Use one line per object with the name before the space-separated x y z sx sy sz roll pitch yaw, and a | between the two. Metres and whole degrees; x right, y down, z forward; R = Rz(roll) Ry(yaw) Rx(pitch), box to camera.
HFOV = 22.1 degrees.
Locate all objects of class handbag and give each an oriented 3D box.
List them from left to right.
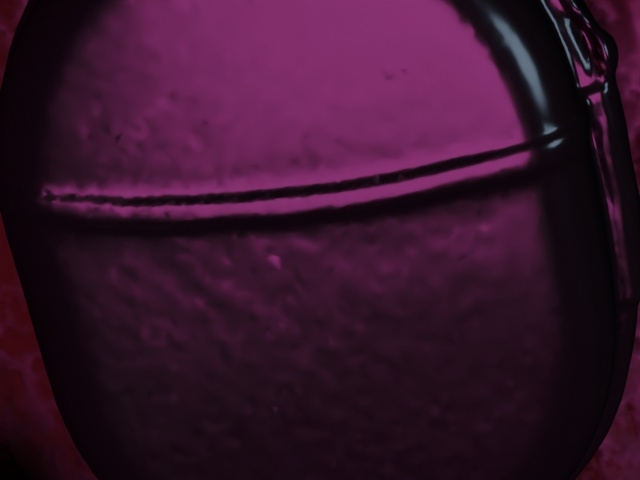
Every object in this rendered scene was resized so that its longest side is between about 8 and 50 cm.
handbag | 0.000 0.001 0.655 0.253 0.093 0.308 -8 109 13
